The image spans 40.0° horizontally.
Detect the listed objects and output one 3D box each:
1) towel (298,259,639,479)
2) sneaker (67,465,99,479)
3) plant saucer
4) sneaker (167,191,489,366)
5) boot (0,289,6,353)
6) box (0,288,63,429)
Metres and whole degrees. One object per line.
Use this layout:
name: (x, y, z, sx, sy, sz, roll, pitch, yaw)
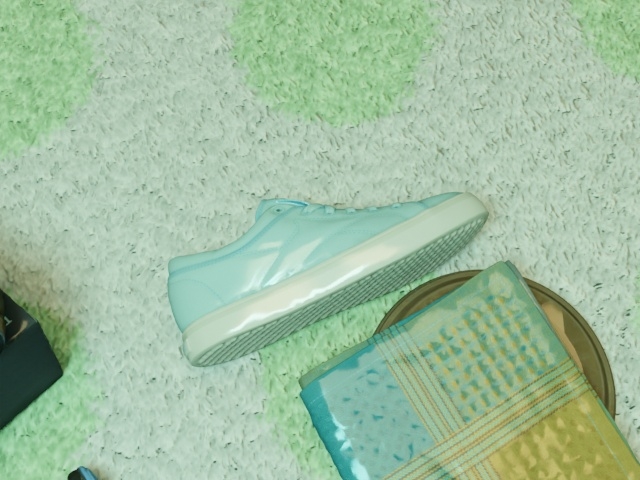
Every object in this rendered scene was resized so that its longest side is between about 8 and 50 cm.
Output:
towel: (0.175, 0.235, 0.878, 0.271, 0.040, 0.370, -28, 72, -8)
sneaker: (-0.242, 0.321, 0.879, 0.078, 0.067, 0.188, -4, 72, -7)
plant saucer: (0.182, 0.158, 0.949, 0.277, 0.041, 0.278, -1, 68, 2)
sneaker: (0.000, 0.000, 0.963, 0.365, 0.135, 0.150, -22, 73, -8)
boot: (-0.390, 0.070, 0.788, 0.219, 0.082, 0.106, -7, 44, -7)
box: (-0.501, 0.120, 0.876, 0.312, 0.179, 0.343, 42, 67, 14)
